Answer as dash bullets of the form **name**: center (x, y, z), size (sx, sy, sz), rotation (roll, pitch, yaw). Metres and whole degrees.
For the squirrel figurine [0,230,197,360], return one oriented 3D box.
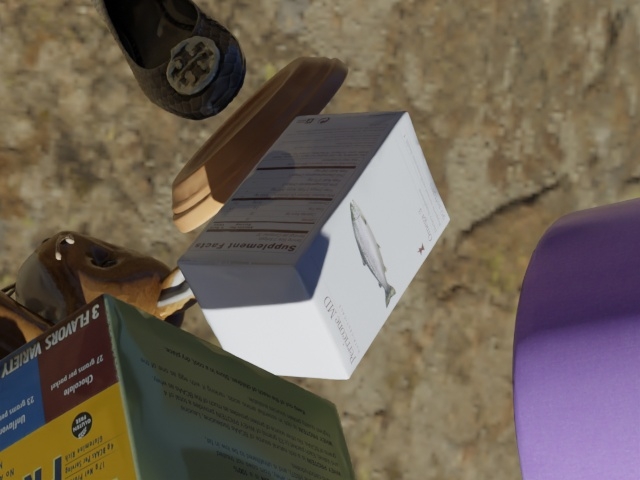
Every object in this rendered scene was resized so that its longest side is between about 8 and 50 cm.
- **squirrel figurine**: center (-0.222, 0.183, 1.328), size (0.397, 0.281, 0.370), rotation (40, 44, -2)

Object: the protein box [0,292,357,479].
- **protein box**: center (-0.075, 0.170, 0.692), size (0.200, 0.136, 0.201), rotation (32, 33, -48)

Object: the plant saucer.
- **plant saucer**: center (-0.059, -0.089, 1.183), size (0.037, 0.200, 0.200), rotation (45, 55, -10)

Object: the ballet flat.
- **ballet flat**: center (-0.134, -0.179, 1.101), size (0.084, 0.250, 0.058), rotation (-39, 138, 3)

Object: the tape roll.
- **tape roll**: center (0.212, 0.109, 0.796), size (0.275, 0.090, 0.275), rotation (26, 57, -50)

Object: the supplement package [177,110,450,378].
- **supplement package**: center (0.000, 0.000, 0.992), size (0.179, 0.105, 0.105), rotation (-55, 133, -39)
